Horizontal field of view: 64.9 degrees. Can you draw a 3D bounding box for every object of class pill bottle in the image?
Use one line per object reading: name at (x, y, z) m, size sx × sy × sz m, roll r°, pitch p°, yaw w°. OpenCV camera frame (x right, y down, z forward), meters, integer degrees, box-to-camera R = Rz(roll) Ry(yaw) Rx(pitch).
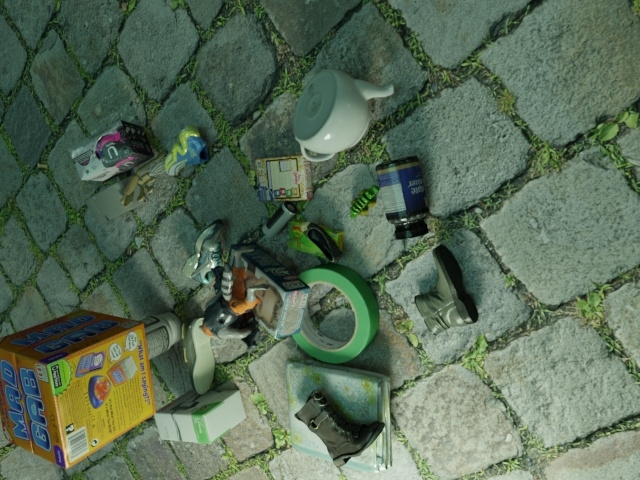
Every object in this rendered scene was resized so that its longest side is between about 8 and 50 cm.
pill bottle at (-0.700, 0.396, 2.009) m, size 0.161 × 0.283 × 0.161 m, roll 8°, pitch 105°, yaw 30°
pill bottle at (0.235, -0.118, 1.413) m, size 0.123 × 0.123 × 0.219 m, roll -10°, pitch 96°, yaw 33°

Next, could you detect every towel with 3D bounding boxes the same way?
towel at (0.056, 0.564, 1.648) m, size 0.374 × 0.090 × 0.320 m, roll 2°, pitch 98°, yaw 30°

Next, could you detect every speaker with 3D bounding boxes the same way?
speaker at (-0.138, -0.069, 1.695) m, size 0.136 × 0.055 × 0.055 m, roll -45°, pitch 77°, yaw 31°

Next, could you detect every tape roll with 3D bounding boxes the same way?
tape roll at (0.032, 0.237, 1.647) m, size 0.321 × 0.077 × 0.321 m, roll 8°, pitch 105°, yaw 31°

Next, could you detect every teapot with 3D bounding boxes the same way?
teapot at (0.051, -0.349, 1.447) m, size 0.256 × 0.187 × 0.252 m, roll 20°, pitch 93°, yaw 54°

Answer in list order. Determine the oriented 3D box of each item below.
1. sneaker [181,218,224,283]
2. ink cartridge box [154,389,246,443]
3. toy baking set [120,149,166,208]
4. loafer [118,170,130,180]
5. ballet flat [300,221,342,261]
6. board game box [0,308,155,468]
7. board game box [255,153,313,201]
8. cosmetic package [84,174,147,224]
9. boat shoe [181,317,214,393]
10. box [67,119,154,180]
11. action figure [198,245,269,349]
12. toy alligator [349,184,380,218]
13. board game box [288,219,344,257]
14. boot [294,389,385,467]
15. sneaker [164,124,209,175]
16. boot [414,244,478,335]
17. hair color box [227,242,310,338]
sneaker at (-0.404, 0.044, 1.874) m, size 0.122 × 0.110 × 0.283 m, roll 33°, pitch 120°, yaw 2°
ink cartridge box at (-0.474, 0.686, 1.979) m, size 0.289 × 0.211 × 0.121 m, roll -11°, pitch 96°, yaw 33°
toy baking set at (-0.672, -0.231, 1.933) m, size 0.197 × 0.030 × 0.256 m, roll -3°, pitch 59°, yaw 35°
loafer at (-0.815, -0.310, 2.060) m, size 0.056 × 0.050 × 0.148 m, roll 11°, pitch 106°, yaw 30°
ballet flat at (0.000, 0.000, 1.575) m, size 0.173 × 0.049 × 0.057 m, roll 43°, pitch 118°, yaw 17°
board game box at (-0.844, 0.481, 1.734) m, size 0.356 × 0.356 × 0.356 m, roll 4°, pitch 104°, yaw 31°
board game box at (-0.121, -0.204, 1.659) m, size 0.193 × 0.045 × 0.147 m, roll 2°, pitch 102°, yaw 31°
cosmetic package at (-0.839, -0.164, 2.066) m, size 0.238 × 0.107 × 0.127 m, roll -19°, pitch 105°, yaw 36°
boat shoe at (-0.493, 0.456, 2.005) m, size 0.091 × 0.109 × 0.305 m, roll 0°, pitch 95°, yaw 32°
box at (-0.800, -0.336, 1.935) m, size 0.247 × 0.163 × 0.142 m, roll -24°, pitch 89°, yaw 11°
action figure at (-0.309, 0.173, 1.618) m, size 0.341 × 0.178 × 0.330 m, roll 49°, pitch 121°, yaw 34°
toy alligator at (0.140, -0.130, 1.510) m, size 0.056 × 0.051 × 0.189 m, roll 49°, pitch 121°, yaw 13°
board game box at (-0.016, -0.002, 1.641) m, size 0.181 × 0.043 × 0.092 m, roll 15°, pitch 108°, yaw 28°
boot at (0.048, 0.556, 1.547) m, size 0.229 × 0.091 × 0.263 m, roll 51°, pitch 120°, yaw 14°
sneaker at (-0.484, -0.298, 1.836) m, size 0.126 × 0.091 × 0.240 m, roll 41°, pitch 132°, yaw 3°
boot at (0.331, 0.148, 1.444) m, size 0.161 × 0.083 × 0.246 m, roll -24°, pitch 86°, yaw 39°
hair color box at (-0.189, 0.156, 1.684) m, size 0.347 × 0.105 × 0.174 m, roll 33°, pitch 119°, yaw 43°
